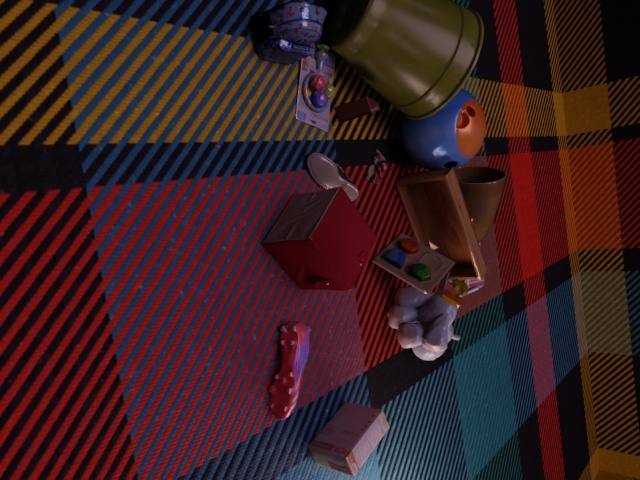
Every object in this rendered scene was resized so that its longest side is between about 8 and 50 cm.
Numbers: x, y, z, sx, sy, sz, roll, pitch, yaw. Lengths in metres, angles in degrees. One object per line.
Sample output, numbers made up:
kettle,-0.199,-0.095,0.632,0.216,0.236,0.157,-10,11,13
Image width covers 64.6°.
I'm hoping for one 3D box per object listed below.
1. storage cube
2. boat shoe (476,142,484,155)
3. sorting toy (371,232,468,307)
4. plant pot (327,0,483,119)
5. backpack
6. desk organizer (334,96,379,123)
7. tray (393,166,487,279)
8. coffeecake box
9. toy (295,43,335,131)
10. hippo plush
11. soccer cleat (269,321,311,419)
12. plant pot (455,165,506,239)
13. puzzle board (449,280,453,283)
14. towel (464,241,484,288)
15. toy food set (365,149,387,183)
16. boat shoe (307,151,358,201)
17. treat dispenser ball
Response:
storage cube,0.000,0.000,1.330,0.193,0.183,0.215,52,53,-31
boat shoe,0.654,-0.446,2.152,0.060,0.064,0.178,-35,115,-45
sorting toy,0.346,0.087,1.637,0.229,0.307,0.041,-34,147,-45
plant pot,0.224,-0.607,1.517,0.352,0.366,0.367,20,72,-28
backpack,-0.068,-0.539,1.301,0.158,0.173,0.117,-7,92,-48
desk organizer,0.108,-0.395,1.513,0.047,0.130,0.050,-35,111,-42
tray,0.426,-0.049,1.777,0.076,0.202,0.411,-45,119,-39
coffeecake box,0.080,0.546,1.408,0.185,0.142,0.068,-36,113,-42
toy,0.001,-0.449,1.456,0.136,0.056,0.238,10,80,-45
hippo plush,0.360,0.273,1.727,0.294,0.234,0.237,-54,154,-21
soccer cleat,-0.070,0.336,1.313,0.095,0.082,0.248,23,68,-49
plant pot,0.588,-0.137,1.970,0.237,0.237,0.255,-28,123,-44
puzzle board,0.519,0.097,2.009,0.096,0.011,0.128,41,60,-39
towel,0.637,0.105,2.125,0.144,0.029,0.197,-2,86,-47
toy food set,0.191,-0.238,1.672,0.078,0.019,0.122,38,61,-39
boat shoe,0.030,-0.191,1.483,0.206,0.075,0.065,38,17,-33
treat dispenser ball,0.415,-0.380,1.725,0.288,0.288,0.289,4,84,-47
